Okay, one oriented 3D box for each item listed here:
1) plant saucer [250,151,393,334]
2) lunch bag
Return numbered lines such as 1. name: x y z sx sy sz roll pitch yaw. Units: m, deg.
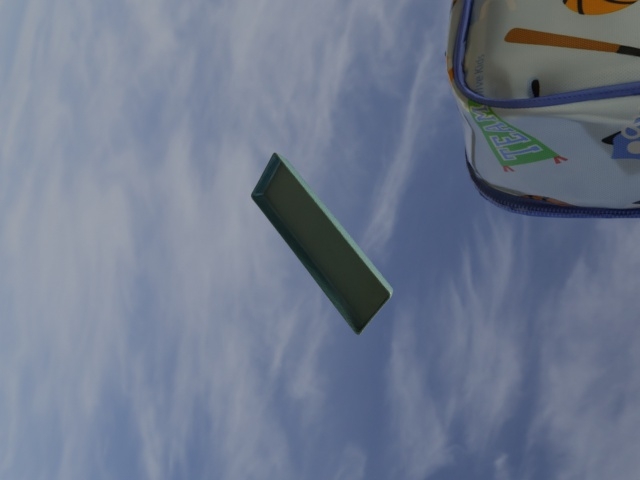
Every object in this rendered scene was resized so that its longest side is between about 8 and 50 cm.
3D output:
1. plant saucer: 0.000 0.000 0.715 0.192 0.018 0.067 52 -48 22
2. lunch bag: 0.188 -0.155 0.393 0.243 0.115 0.303 -1 -124 25
